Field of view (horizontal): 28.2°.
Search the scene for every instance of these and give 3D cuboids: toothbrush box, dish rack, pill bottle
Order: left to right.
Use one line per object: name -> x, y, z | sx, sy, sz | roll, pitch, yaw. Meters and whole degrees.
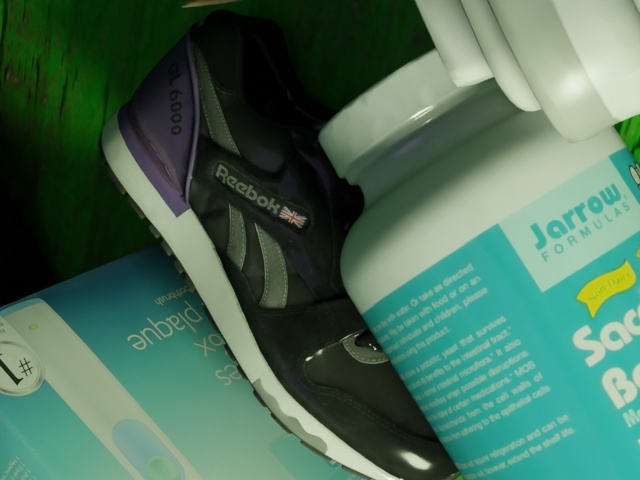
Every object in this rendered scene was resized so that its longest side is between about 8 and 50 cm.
toothbrush box -> -0.060, 0.157, 0.698 | 0.295, 0.216, 0.126 | 47, 126, 15
dish rack -> 0.047, -0.184, 0.463 | 0.072, 0.285, 0.332 | -25, 91, 18
pill bottle -> 0.106, 0.039, 0.585 | 0.146, 0.146, 0.264 | -36, 84, 37

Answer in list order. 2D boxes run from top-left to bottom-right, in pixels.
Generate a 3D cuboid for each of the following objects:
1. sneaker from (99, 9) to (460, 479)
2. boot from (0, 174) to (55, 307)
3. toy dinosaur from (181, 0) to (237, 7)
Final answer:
sneaker -> 0.000, 0.000, 0.678 | 0.283, 0.107, 0.124 | 50, 120, 11
boot -> -0.328, 0.013, 0.892 | 0.260, 0.131, 0.347 | -8, 103, 39
toy dinosaur -> 0.021, -0.183, 0.638 | 0.112, 0.064, 0.211 | 44, 118, 37
